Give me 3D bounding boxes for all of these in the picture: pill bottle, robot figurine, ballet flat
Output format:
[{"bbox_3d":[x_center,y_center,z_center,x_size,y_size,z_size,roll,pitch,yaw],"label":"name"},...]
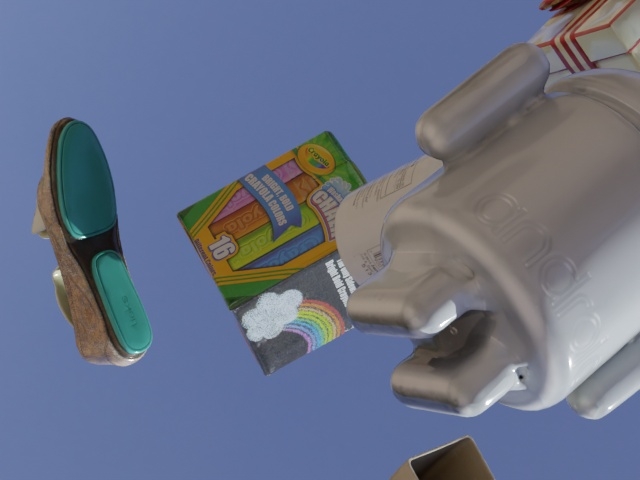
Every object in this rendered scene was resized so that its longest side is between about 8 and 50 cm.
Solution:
[{"bbox_3d":[0.134,-0.030,1.572,0.229,0.131,0.131,-25,-133,45],"label":"pill bottle"},{"bbox_3d":[0.190,-0.004,1.201,0.353,0.300,0.199,-38,-161,-23],"label":"robot figurine"},{"bbox_3d":[-0.303,0.008,1.875,0.106,0.107,0.316,-16,-94,38],"label":"ballet flat"}]

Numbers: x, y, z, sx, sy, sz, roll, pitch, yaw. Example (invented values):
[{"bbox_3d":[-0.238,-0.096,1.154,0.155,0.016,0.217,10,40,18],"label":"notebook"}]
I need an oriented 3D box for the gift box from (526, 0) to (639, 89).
[{"bbox_3d":[0.453,-0.278,2.076,0.276,0.258,0.255,-47,-163,-26],"label":"gift box"}]

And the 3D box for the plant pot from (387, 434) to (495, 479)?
[{"bbox_3d":[0.114,0.274,1.514,0.096,0.109,0.109,-39,-108,38],"label":"plant pot"}]

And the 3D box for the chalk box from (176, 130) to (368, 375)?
[{"bbox_3d":[0.000,0.000,1.903,0.289,0.180,0.179,-29,-126,-5],"label":"chalk box"}]
